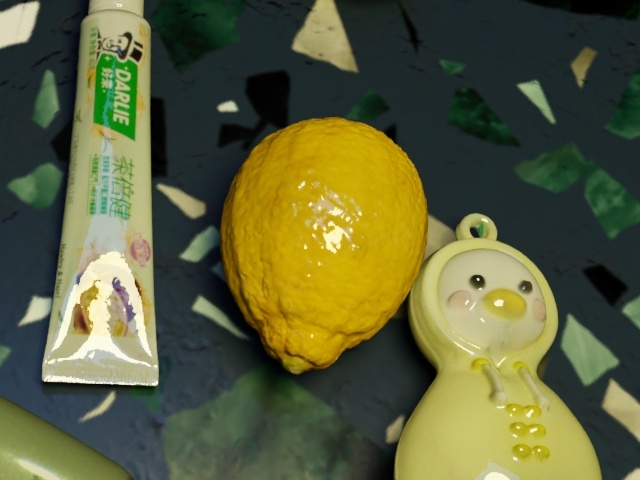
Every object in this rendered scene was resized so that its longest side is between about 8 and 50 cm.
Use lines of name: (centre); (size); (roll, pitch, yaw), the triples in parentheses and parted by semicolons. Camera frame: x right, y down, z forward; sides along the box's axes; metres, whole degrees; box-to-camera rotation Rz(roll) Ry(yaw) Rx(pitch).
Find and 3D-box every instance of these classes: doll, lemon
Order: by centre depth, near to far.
doll: (0.115, 0.111, 1.075); (0.141, 0.117, 0.296); (3, 67, -12)
lemon: (0.000, 0.000, 1.090); (0.142, 0.142, 0.187); (12, 72, -5)

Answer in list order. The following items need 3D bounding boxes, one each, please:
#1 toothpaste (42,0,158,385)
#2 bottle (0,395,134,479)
toothpaste: (-0.150, -0.051, 1.137); (0.058, 0.056, 0.314); (-12, 67, 28)
bottle: (-0.194, 0.184, 0.967); (0.347, 0.168, 0.168); (25, 65, -4)
